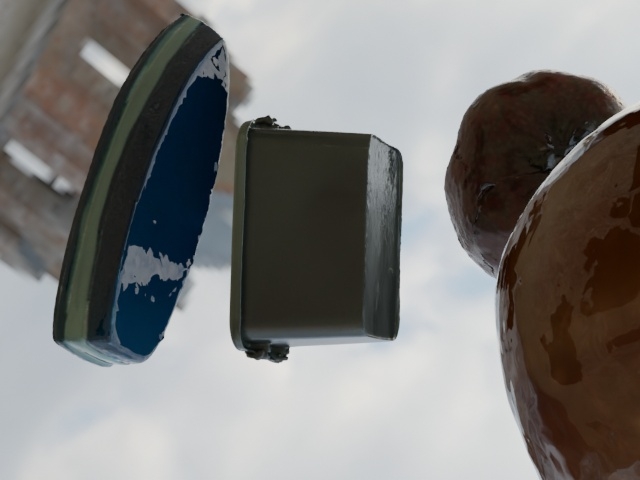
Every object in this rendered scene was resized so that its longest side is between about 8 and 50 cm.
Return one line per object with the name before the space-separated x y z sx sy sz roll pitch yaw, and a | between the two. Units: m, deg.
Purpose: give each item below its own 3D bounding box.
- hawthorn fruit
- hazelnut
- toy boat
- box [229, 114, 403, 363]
hawthorn fruit | 0.185 -0.049 1.597 0.181 0.181 0.235 -53 -178 -4
hazelnut | 0.276 0.064 1.060 0.372 0.372 0.315 -25 -113 43
toy boat | -0.132 -0.046 1.534 0.061 0.096 0.299 1 -110 40
box | 0.000 0.000 0.961 0.069 0.084 0.122 0 -95 16
